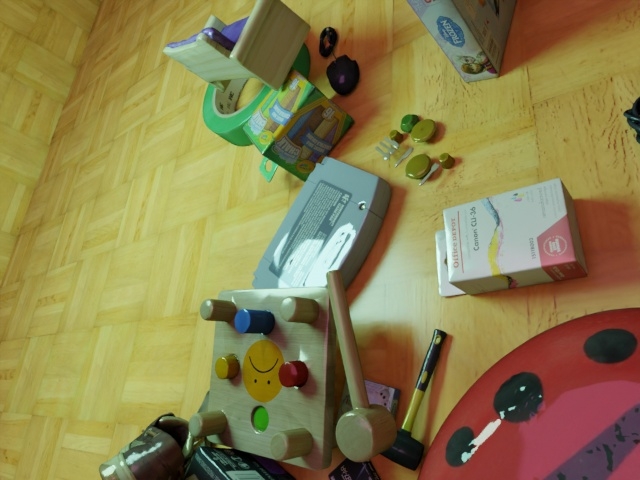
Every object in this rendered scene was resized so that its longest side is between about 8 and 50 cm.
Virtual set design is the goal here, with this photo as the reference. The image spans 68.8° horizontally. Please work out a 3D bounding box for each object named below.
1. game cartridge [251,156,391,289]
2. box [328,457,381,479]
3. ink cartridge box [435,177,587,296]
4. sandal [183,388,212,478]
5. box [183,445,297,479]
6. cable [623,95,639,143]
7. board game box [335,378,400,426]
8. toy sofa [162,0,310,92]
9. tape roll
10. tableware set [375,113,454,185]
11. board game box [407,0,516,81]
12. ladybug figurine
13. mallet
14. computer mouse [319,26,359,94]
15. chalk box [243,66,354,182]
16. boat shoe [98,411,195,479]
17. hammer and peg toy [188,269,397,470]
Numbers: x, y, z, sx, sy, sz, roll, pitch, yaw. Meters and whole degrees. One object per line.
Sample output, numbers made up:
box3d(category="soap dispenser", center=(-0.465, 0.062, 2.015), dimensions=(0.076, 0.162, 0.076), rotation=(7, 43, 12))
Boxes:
box3d(category="game cartridge", center=(0.000, 0.000, 0.863), dimensions=(0.198, 0.062, 0.297), rotation=(32, 93, 41))
box3d(category="box", center=(0.055, 0.352, 0.663), dimensions=(0.067, 0.018, 0.083), rotation=(-47, 46, 13))
box3d(category="ink cartridge box", center=(0.238, 0.004, 0.636), dimensions=(0.198, 0.067, 0.115), rotation=(-17, 60, 36))
box3d(category="sandal", center=(-0.236, 0.369, 0.892), dimensions=(0.072, 0.049, 0.180), rotation=(14, 83, 45))
box3d(category="box", center=(-0.144, 0.474, 0.693), dimensions=(0.165, 0.143, 0.270), rotation=(16, 82, 46))
box3d(category="cable", center=(0.457, -0.165, 0.537), dimensions=(0.184, 0.047, 0.150), rotation=(10, 77, 45))
box3d(category="board game box", center=(0.068, 0.256, 0.697), dimensions=(0.090, 0.020, 0.090), rotation=(4, 73, 43))
box3d(category="toy sofa", center=(-0.196, -0.434, 1.013), dimensions=(0.362, 0.177, 0.150), rotation=(27, 89, 57))
box3d(category="tape roll", center=(-0.171, -0.401, 1.194), dimensions=(0.321, 0.077, 0.321), rotation=(-19, 59, 35))
box3d(category="tableware set", center=(0.170, -0.161, 0.812), dimensions=(0.104, 0.024, 0.154), rotation=(-48, 45, 8))
box3d(category="board game box", center=(0.217, -0.471, 0.711), dimensions=(0.066, 0.318, 0.318), rotation=(6, 73, 44))
box3d(category="ladybug figurine", center=(0.245, 0.243, 0.445), dimensions=(0.449, 0.162, 0.305), rotation=(-54, 45, 7))
box3d(category="mallet", center=(0.127, 0.212, 0.650), dimensions=(0.062, 0.039, 0.190), rotation=(10, 72, 21))
box3d(category="computer mouse", center=(0.030, -0.412, 1.046), dimensions=(0.071, 0.041, 0.242), rotation=(-36, 49, 24))
box3d(category="chalk box", center=(-0.064, -0.222, 0.971), dimensions=(0.213, 0.132, 0.132), rotation=(-50, 45, 12))
box3d(category="boat shoe", center=(-0.257, 0.355, 0.772), dimensions=(0.123, 0.342, 0.123), rotation=(-39, 79, -22))
box3d(category="hammer and peg toy", center=(-0.039, 0.191, 0.704), dimensions=(0.361, 0.127, 0.266), rotation=(-8, 74, 38))
